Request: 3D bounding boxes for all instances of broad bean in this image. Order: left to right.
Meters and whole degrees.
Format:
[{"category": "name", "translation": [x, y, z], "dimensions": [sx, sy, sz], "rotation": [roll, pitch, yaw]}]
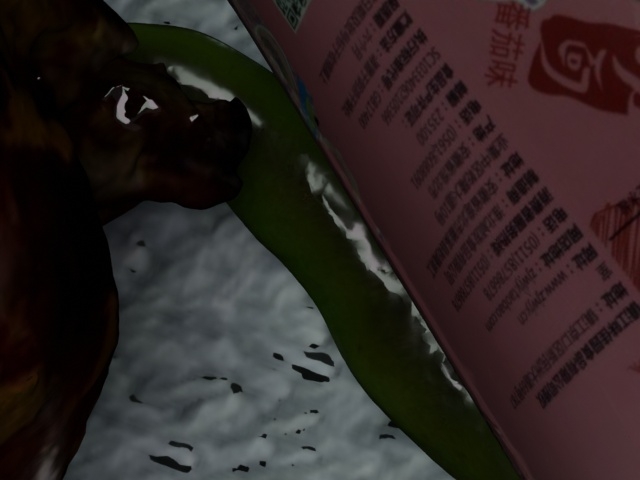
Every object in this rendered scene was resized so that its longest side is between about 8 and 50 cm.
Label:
[{"category": "broad bean", "translation": [0.003, -0.003, 0.623], "dimensions": [0.254, 0.046, 0.065], "rotation": [45, 99, 9]}]

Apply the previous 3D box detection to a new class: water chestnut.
[{"category": "water chestnut", "translation": [-0.157, -0.023, 0.543], "dimensions": [0.300, 0.300, 0.300], "rotation": [0, 86, 7]}]

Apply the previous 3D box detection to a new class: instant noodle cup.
[{"category": "instant noodle cup", "translation": [0.105, -0.052, 0.531], "dimensions": [0.243, 0.243, 0.231], "rotation": [-36, 76, 3]}]
